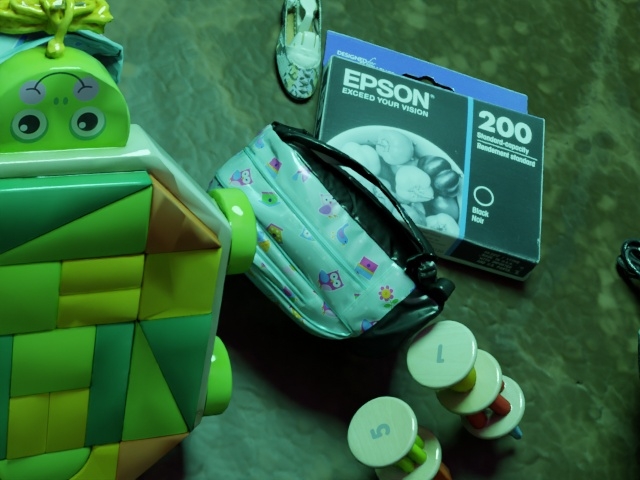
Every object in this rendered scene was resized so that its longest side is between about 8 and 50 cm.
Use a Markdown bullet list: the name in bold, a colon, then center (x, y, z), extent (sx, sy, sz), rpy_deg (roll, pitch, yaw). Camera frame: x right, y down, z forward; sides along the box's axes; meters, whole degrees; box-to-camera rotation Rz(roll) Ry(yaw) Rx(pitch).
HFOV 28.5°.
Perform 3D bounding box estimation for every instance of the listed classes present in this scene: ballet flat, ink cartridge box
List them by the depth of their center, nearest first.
- **ink cartridge box**: center (0.094, -0.086, 1.087), extent (0.206, 0.045, 0.208), rpy_deg (15, 56, -13)
- **ballet flat**: center (-0.017, -0.178, 1.097), extent (0.041, 0.041, 0.114), rpy_deg (9, 59, -17)

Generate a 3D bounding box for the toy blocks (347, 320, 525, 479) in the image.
- **toy blocks**: center (0.095, 0.140, 0.931), extent (0.054, 0.148, 0.123), rpy_deg (33, 81, 40)

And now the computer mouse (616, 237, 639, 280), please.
- **computer mouse**: center (0.366, 0.034, 1.113), extent (0.193, 0.042, 0.106), rpy_deg (3, 26, -26)

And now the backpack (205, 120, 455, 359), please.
- **backpack**: center (0.000, 0.000, 0.933), extent (0.115, 0.152, 0.182), rpy_deg (-45, 97, -3)

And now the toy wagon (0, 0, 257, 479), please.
- **toy wagon**: center (-0.169, 0.023, 0.749), extent (0.267, 0.344, 0.068), rpy_deg (-5, 36, -25)

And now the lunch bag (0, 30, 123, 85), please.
- **lunch bag**: center (-0.290, -0.109, 0.855), extent (0.223, 0.160, 0.262), rpy_deg (23, 44, 18)

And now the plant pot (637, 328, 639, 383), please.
- **plant pot**: center (0.381, 0.175, 0.946), extent (0.290, 0.290, 0.195), rpy_deg (2, 94, -21)
